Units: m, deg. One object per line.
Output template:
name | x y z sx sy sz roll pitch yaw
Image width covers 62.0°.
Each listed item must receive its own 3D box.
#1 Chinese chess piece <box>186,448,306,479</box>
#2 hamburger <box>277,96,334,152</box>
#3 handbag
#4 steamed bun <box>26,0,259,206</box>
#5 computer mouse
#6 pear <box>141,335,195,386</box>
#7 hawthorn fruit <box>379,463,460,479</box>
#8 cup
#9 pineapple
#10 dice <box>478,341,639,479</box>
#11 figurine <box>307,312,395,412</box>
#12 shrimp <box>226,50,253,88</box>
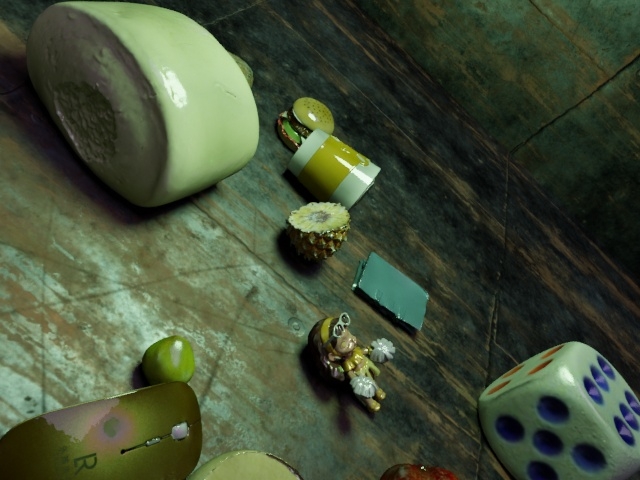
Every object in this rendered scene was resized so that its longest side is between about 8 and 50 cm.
Chinese chess piece | -0.116 0.457 0.831 0.249 0.103 0.250 25 43 -26
hamburger | -0.038 -0.354 1.608 0.175 0.137 0.175 27 39 -24
handbag | 0.192 0.143 1.454 0.221 0.057 0.144 38 42 -12
steamed bun | -0.349 -0.326 1.152 0.456 0.290 0.371 49 36 2
computer mouse | -0.303 0.306 0.783 0.310 0.071 0.159 -2 82 -46
pear | -0.258 0.211 0.923 0.092 0.097 0.092 31 7 -4
hawthorn fruit | 0.196 0.533 1.014 0.185 0.185 0.203 13 64 -37
cup | 0.040 -0.198 1.527 0.226 0.185 0.241 38 18 -3
pineapple | -0.003 -0.001 1.339 0.161 0.137 0.176 -1 32 2
dice | 0.624 0.462 1.378 0.276 0.304 0.304 -17 69 -49
figurine | 0.070 0.270 1.170 0.240 0.115 0.175 48 39 -9
shrimp | -0.322 -0.482 1.503 0.246 0.085 0.360 36 34 1
